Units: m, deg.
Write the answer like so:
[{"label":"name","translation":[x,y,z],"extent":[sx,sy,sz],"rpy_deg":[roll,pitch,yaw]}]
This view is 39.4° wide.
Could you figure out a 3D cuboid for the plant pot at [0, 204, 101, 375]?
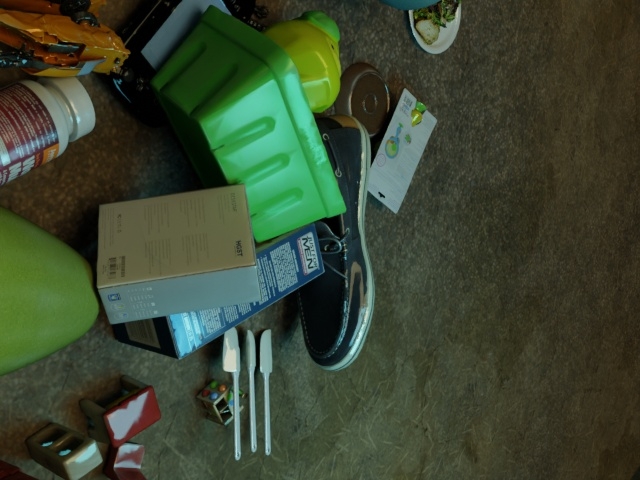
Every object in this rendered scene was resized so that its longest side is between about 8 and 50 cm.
[{"label":"plant pot","translation":[-0.442,0.070,1.207],"extent":[0.293,0.275,0.274],"rpy_deg":[13,87,-64]}]

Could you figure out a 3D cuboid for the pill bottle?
[{"label":"pill bottle","translation":[-0.434,-0.153,1.252],"extent":[0.221,0.121,0.121],"rpy_deg":[-36,122,-38]}]

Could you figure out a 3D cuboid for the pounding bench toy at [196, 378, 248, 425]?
[{"label":"pounding bench toy","translation":[-0.178,0.288,1.661],"extent":[0.083,0.052,0.065],"rpy_deg":[-42,125,-35]}]

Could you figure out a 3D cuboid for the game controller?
[{"label":"game controller","translation":[-0.225,-0.341,1.470],"extent":[0.319,0.067,0.166],"rpy_deg":[-56,131,-16]}]

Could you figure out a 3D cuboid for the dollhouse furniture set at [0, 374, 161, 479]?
[{"label":"dollhouse furniture set","translation":[-0.380,0.396,1.385],"extent":[0.374,0.152,0.201],"rpy_deg":[-29,118,-41]}]

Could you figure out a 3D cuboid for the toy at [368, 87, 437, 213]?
[{"label":"toy","translation":[0.160,-0.195,1.940],"extent":[0.137,0.056,0.237],"rpy_deg":[36,77,-43]}]

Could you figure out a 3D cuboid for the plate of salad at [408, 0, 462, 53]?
[{"label":"plate of salad","translation":[0.267,-0.521,2.005],"extent":[0.200,0.048,0.199],"rpy_deg":[-10,103,-46]}]

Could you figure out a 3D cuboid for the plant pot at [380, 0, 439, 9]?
[{"label":"plant pot","translation":[0.121,-0.611,1.644],"extent":[0.334,0.341,0.341],"rpy_deg":[24,79,-54]}]

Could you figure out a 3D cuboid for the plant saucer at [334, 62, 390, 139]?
[{"label":"plant saucer","translation":[0.096,-0.289,1.875],"extent":[0.168,0.029,0.168],"rpy_deg":[-9,103,-46]}]

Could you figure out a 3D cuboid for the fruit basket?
[{"label":"fruit basket","translation":[-0.063,-0.236,1.516],"extent":[0.392,0.283,0.392],"rpy_deg":[-24,134,-28]}]

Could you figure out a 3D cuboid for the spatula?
[{"label":"spatula","translation":[-0.134,0.285,1.676],"extent":[0.168,0.019,0.242],"rpy_deg":[17,70,-66]}]

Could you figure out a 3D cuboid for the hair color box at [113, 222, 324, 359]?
[{"label":"hair color box","translation":[-0.175,0.069,1.535],"extent":[0.347,0.174,0.105],"rpy_deg":[-29,116,-41]}]

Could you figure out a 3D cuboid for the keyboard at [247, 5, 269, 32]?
[{"label":"keyboard","translation":[-0.127,-0.382,1.620],"extent":[0.180,0.023,0.108],"rpy_deg":[16,85,-48]}]

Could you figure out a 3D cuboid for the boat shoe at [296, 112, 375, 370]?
[{"label":"boat shoe","translation":[0.000,0.000,1.714],"extent":[0.156,0.187,0.500],"rpy_deg":[2,89,-46]}]

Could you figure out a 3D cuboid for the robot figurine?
[{"label":"robot figurine","translation":[-0.418,-0.306,1.228],"extent":[0.291,0.085,0.211],"rpy_deg":[-4,61,-43]}]

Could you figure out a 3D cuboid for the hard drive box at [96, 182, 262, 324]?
[{"label":"hard drive box","translation":[-0.215,0.017,1.362],"extent":[0.089,0.232,0.181],"rpy_deg":[85,-5,-47]}]
